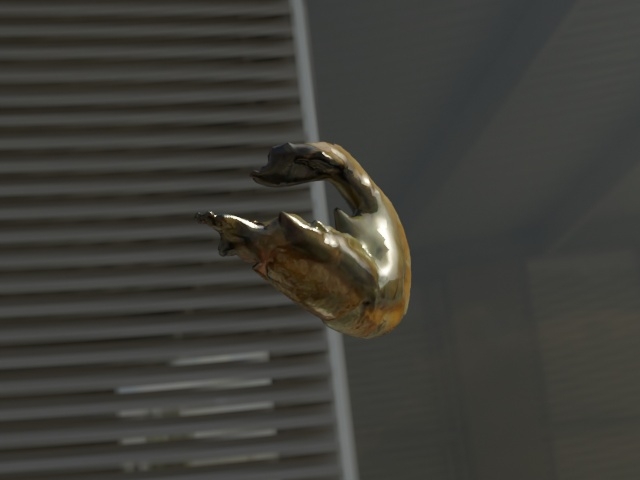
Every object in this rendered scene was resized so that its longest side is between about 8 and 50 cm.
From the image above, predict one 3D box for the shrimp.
[{"bbox_3d":[0.004,-0.015,1.129,0.059,0.145,0.254,-9,-29,37],"label":"shrimp"}]
